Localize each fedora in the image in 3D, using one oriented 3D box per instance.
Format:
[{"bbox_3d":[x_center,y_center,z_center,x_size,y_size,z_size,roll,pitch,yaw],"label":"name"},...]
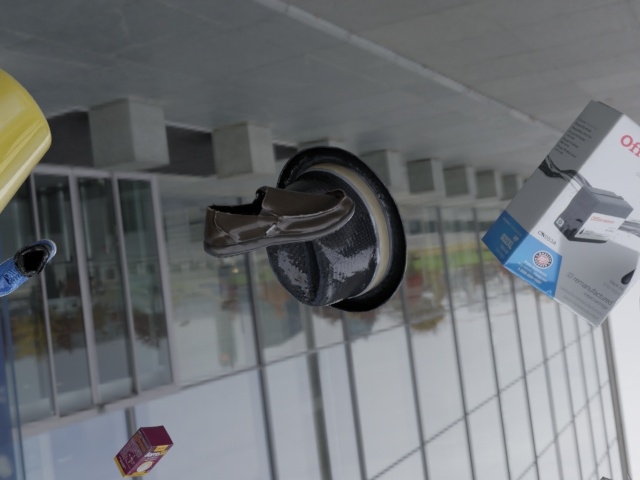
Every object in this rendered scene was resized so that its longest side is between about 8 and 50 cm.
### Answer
[{"bbox_3d":[0.000,0.000,1.487,0.334,0.333,0.152,-9,-166,40],"label":"fedora"}]

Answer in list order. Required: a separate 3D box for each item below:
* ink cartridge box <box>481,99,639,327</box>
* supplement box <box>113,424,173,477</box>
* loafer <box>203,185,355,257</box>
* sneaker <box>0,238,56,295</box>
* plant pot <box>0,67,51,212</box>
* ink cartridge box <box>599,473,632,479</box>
[{"bbox_3d":[0.463,-0.044,1.354,0.223,0.307,0.129,32,-166,-16],"label":"ink cartridge box"},{"bbox_3d":[-0.294,0.350,1.335,0.083,0.043,0.055,-49,149,19],"label":"supplement box"},{"bbox_3d":[-0.058,-0.038,1.105,0.220,0.078,0.080,-16,-158,-13],"label":"loafer"},{"bbox_3d":[-0.568,0.055,1.508,0.152,0.058,0.084,-35,-170,-3],"label":"sneaker"},{"bbox_3d":[-0.504,-0.113,1.076,0.254,0.254,0.239,-10,-147,48],"label":"plant pot"},{"bbox_3d":[0.387,0.384,1.036,0.090,0.143,0.092,21,-156,-14],"label":"ink cartridge box"}]
